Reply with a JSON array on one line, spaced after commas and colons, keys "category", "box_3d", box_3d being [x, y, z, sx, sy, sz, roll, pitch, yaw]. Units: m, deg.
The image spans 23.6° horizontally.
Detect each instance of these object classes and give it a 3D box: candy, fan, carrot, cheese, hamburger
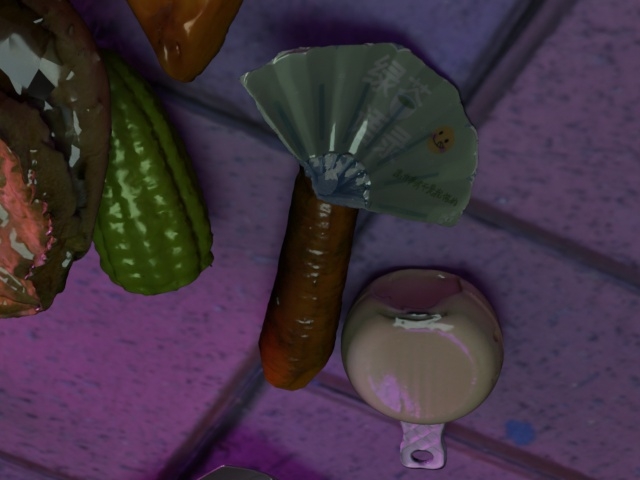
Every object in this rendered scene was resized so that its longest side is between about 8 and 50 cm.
[{"category": "candy", "box_3d": [-0.144, -0.055, 1.166, 0.097, 0.096, 0.209, -5, 127, 12]}, {"category": "fan", "box_3d": [0.040, -0.079, 1.131, 0.240, 0.009, 0.131, 31, 105, -36]}, {"category": "carrot", "box_3d": [0.000, 0.000, 1.221, 0.066, 0.066, 0.314, 11, 130, -3]}, {"category": "cheese", "box_3d": [0.088, 0.122, 1.317, 0.137, 0.064, 0.227, 3, 132, 9]}, {"category": "hamburger", "box_3d": [-0.265, -0.088, 1.093, 0.265, 0.134, 0.285, 26, 141, 3]}]

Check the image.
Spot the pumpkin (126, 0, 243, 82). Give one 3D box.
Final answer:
[{"category": "pumpkin", "box_3d": [-0.107, -0.272, 0.955, 0.258, 0.095, 0.290, 34, 128, -12]}]

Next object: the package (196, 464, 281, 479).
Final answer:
[{"category": "package", "box_3d": [-0.063, 0.298, 1.497, 0.251, 0.062, 0.204, 36, 127, -27]}]
